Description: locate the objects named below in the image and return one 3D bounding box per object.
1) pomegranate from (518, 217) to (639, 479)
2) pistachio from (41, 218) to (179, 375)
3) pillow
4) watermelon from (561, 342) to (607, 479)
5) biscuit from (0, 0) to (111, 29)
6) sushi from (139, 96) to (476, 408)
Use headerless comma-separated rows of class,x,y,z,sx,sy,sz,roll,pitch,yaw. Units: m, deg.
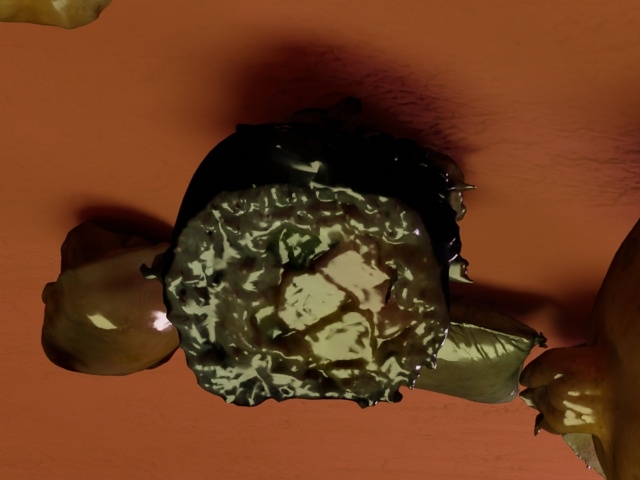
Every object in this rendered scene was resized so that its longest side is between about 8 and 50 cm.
pomegranate,0.306,0.098,1.174,0.342,0.342,0.342,11,157,5
pistachio,-0.181,0.059,1.619,0.165,0.130,0.210,-33,147,2
pillow,0.052,0.088,1.609,0.302,0.075,0.185,12,159,5
watermelon,0.321,0.152,1.562,0.175,0.188,0.322,-41,130,6
biscuit,-0.224,-0.229,1.008,0.213,0.091,0.274,9,158,3
sushi,0.001,-0.002,1.305,0.238,0.219,0.225,24,117,8
